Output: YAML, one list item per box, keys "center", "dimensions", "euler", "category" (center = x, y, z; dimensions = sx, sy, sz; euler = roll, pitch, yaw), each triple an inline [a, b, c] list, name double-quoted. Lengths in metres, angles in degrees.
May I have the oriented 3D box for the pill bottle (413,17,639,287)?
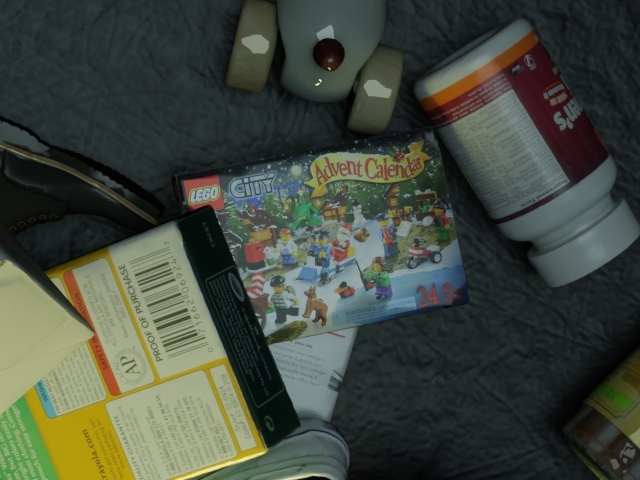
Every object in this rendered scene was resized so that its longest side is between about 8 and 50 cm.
- center: [0.187, -0.077, 1.721]
  dimensions: [0.121, 0.121, 0.221]
  euler: [-34, 97, -6]
  category: "pill bottle"

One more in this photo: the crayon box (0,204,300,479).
- center: [-0.202, 0.120, 1.637]
  dimensions: [0.323, 0.083, 0.203]
  euler: [-20, 93, 23]
  category: "crayon box"

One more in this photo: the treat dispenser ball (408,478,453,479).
- center: [0.094, 0.347, 1.642]
  dimensions: [0.288, 0.288, 0.288]
  euler: [0, 93, -9]
  category: "treat dispenser ball"

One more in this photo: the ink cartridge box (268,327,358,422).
- center: [-0.031, 0.103, 1.726]
  dimensions: [0.104, 0.060, 0.180]
  euler: [17, 90, -9]
  category: "ink cartridge box"

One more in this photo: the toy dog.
- center: [0.020, -0.254, 1.668]
  dimensions: [0.220, 0.161, 0.333]
  euler: [-6, 93, -9]
  category: "toy dog"

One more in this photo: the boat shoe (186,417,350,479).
- center: [-0.088, 0.246, 1.676]
  dimensions: [0.258, 0.084, 0.095]
  euler: [-37, 111, 16]
  category: "boat shoe"

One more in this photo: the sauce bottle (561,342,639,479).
- center: [0.372, 0.091, 1.766]
  dimensions: [0.344, 0.111, 0.111]
  euler: [-44, 98, -6]
  category: "sauce bottle"

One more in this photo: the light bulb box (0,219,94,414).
- center: [-0.442, 0.035, 1.509]
  dimensions: [0.358, 0.225, 0.361]
  euler: [-41, 69, -5]
  category: "light bulb box"

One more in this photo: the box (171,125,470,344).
- center: [0.000, 0.000, 1.674]
  dimensions: [0.233, 0.044, 0.159]
  euler: [-12, 91, -10]
  category: "box"

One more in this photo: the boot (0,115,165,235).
- center: [-0.249, -0.018, 1.689]
  dimensions: [0.198, 0.077, 0.137]
  euler: [26, 93, 4]
  category: "boot"
